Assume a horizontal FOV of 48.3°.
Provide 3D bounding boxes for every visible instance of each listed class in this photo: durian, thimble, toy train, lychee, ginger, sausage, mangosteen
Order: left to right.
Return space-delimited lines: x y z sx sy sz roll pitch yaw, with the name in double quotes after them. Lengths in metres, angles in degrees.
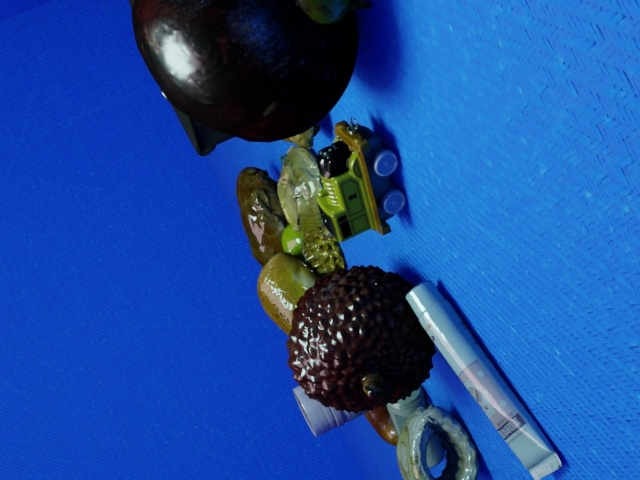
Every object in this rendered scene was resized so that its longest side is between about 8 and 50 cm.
-0.067 -0.297 0.924 0.306 0.360 0.306 43 -155 -27 "mangosteen"
-0.133 -0.053 1.966 0.172 0.165 0.321 11 120 68 "ginger"
-0.012 0.004 1.731 0.224 0.078 0.140 67 169 -15 "durian"
0.053 -0.086 1.097 0.089 0.127 0.219 51 164 48 "toy train"
0.071 0.175 1.232 0.300 0.264 0.264 -96 -12 -60 "lychee"
0.171 0.447 1.825 0.108 0.109 0.270 68 169 -17 "sausage"
0.225 0.419 1.413 0.143 0.137 0.190 124 131 -77 "thimble"

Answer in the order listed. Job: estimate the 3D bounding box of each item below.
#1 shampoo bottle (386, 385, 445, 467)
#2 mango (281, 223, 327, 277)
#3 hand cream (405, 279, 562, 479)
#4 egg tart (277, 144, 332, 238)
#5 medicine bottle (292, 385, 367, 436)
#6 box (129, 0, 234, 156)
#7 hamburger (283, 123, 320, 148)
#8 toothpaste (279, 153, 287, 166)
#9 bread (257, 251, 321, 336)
0.198 0.382 1.583 0.234 0.087 0.118 69 168 -21 "shampoo bottle"
-0.035 0.033 1.864 0.178 0.100 0.119 56 167 -12 "mango"
0.243 0.202 1.074 0.331 0.058 0.085 54 150 22 "hand cream"
-0.037 -0.095 1.577 0.252 0.098 0.231 30 142 62 "egg tart"
0.072 0.346 1.665 0.133 0.250 0.133 61 170 18 "medicine bottle"
-0.281 -0.425 1.691 0.345 0.205 0.251 61 168 19 "box"
-0.081 -0.266 1.330 0.206 0.130 0.183 46 162 52 "hamburger"
-0.082 -0.178 1.803 0.017 0.020 0.083 53 165 53 "toothpaste"
-0.025 0.205 1.839 0.337 0.148 0.328 41 164 10 "bread"
